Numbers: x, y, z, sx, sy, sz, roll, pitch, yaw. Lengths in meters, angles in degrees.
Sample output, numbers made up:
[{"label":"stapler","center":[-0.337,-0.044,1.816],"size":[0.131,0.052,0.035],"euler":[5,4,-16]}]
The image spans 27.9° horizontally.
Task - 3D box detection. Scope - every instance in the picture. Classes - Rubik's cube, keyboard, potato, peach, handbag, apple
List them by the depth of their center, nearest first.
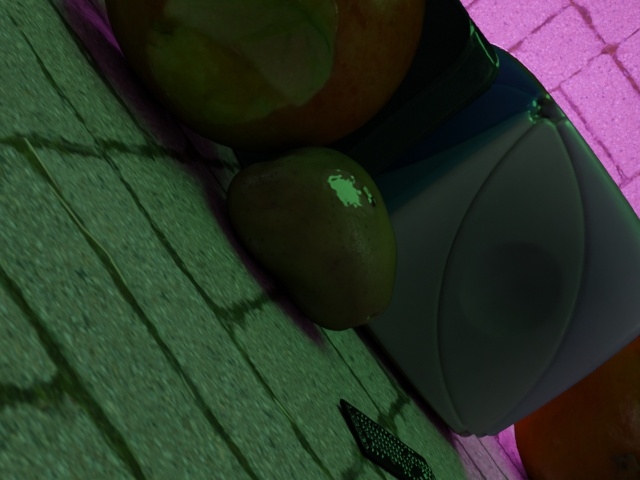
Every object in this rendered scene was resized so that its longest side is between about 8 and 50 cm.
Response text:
[{"label":"keyboard","center":[0.073,0.206,1.235],"size":[0.198,0.010,0.064],"euler":[43,16,-53]},{"label":"potato","center":[0.000,0.000,1.271],"size":[0.157,0.157,0.194],"euler":[-87,153,-77]},{"label":"apple","center":[-0.050,-0.249,1.318],"size":[0.339,0.339,0.339],"euler":[52,8,-11]},{"label":"handbag","center":[0.034,-0.188,1.526],"size":[0.089,0.326,0.238],"euler":[33,23,-50]},{"label":"Rubik's cube","center":[0.202,-0.008,1.649],"size":[0.347,0.351,0.352],"euler":[51,6,-21]},{"label":"peach","center":[0.452,0.298,2.004],"size":[0.373,0.290,0.373],"euler":[60,10,-17]}]
